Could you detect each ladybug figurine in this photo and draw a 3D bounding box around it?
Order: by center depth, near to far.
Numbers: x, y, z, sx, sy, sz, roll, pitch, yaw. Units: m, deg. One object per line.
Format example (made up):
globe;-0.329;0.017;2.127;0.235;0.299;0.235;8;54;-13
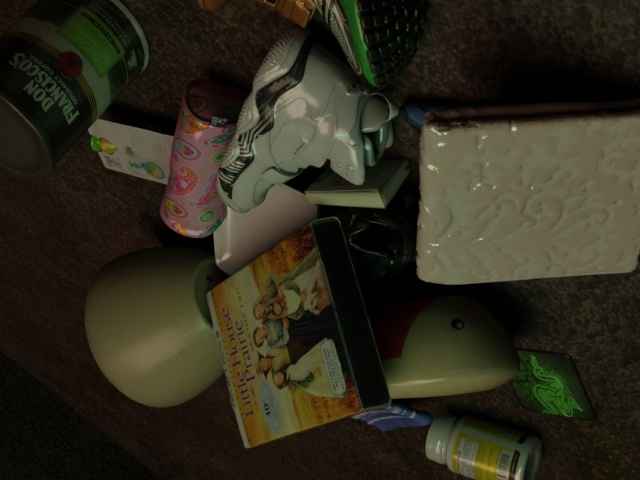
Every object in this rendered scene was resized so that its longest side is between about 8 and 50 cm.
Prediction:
ladybug figurine;0.140;0.187;1.724;0.449;0.305;0.162;-12;81;47

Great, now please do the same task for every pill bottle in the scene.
pill bottle;0.323;0.418;1.967;0.208;0.119;0.119;13;142;30

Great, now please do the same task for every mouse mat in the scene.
mouse mat;0.407;0.260;1.793;0.152;0.007;0.190;3;137;39

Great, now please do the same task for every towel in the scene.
towel;0.286;-0.059;1.315;0.317;0.053;0.332;-4;141;1
towel;0.033;0.330;1.997;0.336;0.040;0.243;17;164;-15

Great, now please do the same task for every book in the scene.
book;0.059;-0.092;1.553;0.144;0.096;0.035;2;129;38

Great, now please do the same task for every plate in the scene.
plate;-0.090;-0.013;1.751;0.277;0.045;0.278;31;136;36

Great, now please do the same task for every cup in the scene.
cup;-0.264;0.145;1.970;0.237;0.331;0.331;-24;117;40

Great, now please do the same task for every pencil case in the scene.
pencil case;-0.193;-0.134;1.658;0.124;0.124;0.284;29;134;8

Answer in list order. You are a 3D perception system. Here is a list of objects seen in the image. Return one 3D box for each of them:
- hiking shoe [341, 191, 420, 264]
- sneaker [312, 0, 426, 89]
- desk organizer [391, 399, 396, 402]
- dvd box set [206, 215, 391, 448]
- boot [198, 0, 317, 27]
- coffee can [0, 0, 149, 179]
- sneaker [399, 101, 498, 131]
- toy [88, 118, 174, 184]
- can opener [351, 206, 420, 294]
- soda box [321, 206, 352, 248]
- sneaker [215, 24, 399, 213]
hiking shoe;0.080;-0.036;1.542;0.227;0.114;0.086;37;128;44
sneaker;0.024;-0.349;1.245;0.146;0.134;0.343;7;130;46
desk organizer;0.107;0.285;2.050;0.130;0.047;0.050;35;145;-2
dvd box set;-0.055;0.171;1.674;0.420;0.062;0.308;-31;70;55
boot;-0.080;-0.344;1.374;0.152;0.073;0.197;35;150;-9
coffee can;-0.436;-0.263;1.598;0.201;0.275;0.201;22;146;16
sneaker;0.204;-0.161;1.384;0.209;0.082;0.069;31;-174;34
toy;-0.311;-0.170;1.812;0.237;0.056;0.137;12;143;21
can opener;0.132;0.016;1.674;0.093;0.074;0.280;6;157;-22
soda box;0.000;0.000;1.756;0.058;0.063;0.183;44;147;-12
sneaker;-0.022;-0.135;1.503;0.210;0.137;0.366;32;136;5
